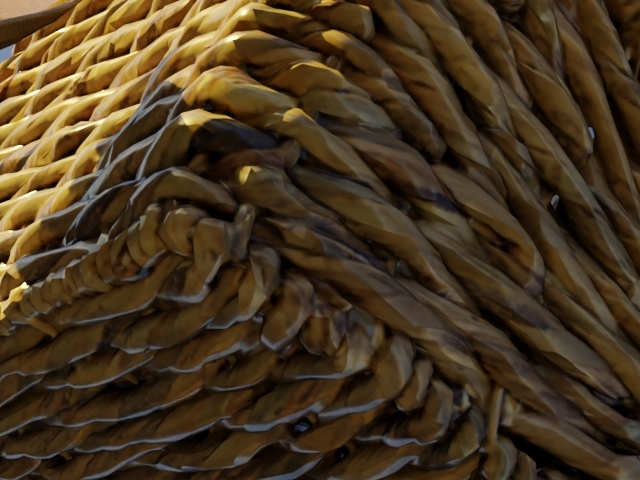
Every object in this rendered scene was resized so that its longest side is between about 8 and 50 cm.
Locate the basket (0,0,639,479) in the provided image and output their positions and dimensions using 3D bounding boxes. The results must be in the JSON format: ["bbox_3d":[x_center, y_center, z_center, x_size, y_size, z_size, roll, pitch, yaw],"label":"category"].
[{"bbox_3d":[0.000,0.000,0.566,0.213,0.223,0.299,36,-32,-22],"label":"basket"}]

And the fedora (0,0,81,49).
[{"bbox_3d":[-0.156,-0.095,0.421,0.194,0.194,0.079,19,-65,38],"label":"fedora"}]
